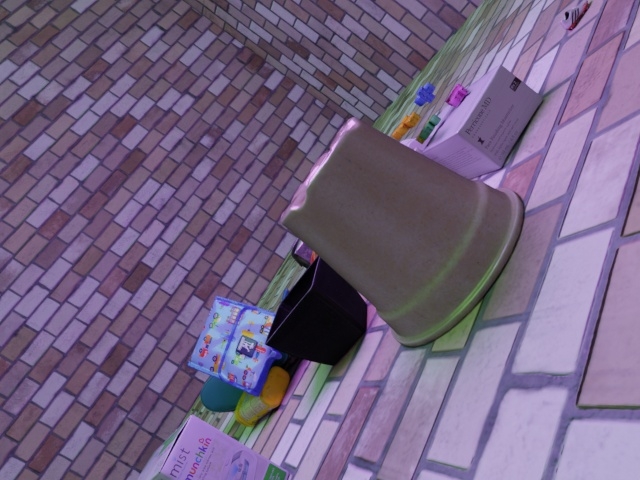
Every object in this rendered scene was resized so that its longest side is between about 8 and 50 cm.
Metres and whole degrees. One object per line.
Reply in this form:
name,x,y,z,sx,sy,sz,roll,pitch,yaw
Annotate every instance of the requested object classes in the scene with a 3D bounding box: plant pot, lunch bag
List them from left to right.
lunch bag,-0.211,0.302,1.372,0.293,0.138,0.220,5,69,45
lunch bag,0.000,0.000,1.918,0.235,0.169,0.287,-60,1,-10
plant pot,0.005,0.175,1.119,0.187,0.167,0.188,-53,7,21
plant pot,0.113,-0.039,0.847,0.333,0.306,0.334,-54,7,10

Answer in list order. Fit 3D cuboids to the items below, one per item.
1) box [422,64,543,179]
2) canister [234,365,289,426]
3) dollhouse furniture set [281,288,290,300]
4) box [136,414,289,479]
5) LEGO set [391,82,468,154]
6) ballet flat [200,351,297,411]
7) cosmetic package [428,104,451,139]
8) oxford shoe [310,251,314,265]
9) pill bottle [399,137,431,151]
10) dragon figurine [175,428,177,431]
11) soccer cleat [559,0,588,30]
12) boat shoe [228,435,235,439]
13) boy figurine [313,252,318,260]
box,0.337,-0.241,1.031,0.180,0.119,0.182,-57,8,-8
canister,-0.165,0.443,1.371,0.170,0.073,0.126,-47,12,41
dollhouse furniture set,-0.140,0.243,1.676,0.129,0.130,0.183,146,139,-70
box,-0.234,0.498,0.966,0.262,0.231,0.126,-49,10,42
LEGO set,0.224,-0.262,1.040,0.227,0.087,0.093,-57,6,6
ballet flat,-0.198,0.404,1.559,0.483,0.164,0.182,-44,-9,31
cosmetic package,0.366,-0.305,1.270,0.117,0.086,0.231,-55,6,1
oxford shoe,0.023,0.089,1.501,0.098,0.097,0.271,22,-89,-64
pill bottle,0.257,-0.226,1.411,0.131,0.131,0.229,-56,8,-8
dragon figurine,-0.318,0.587,1.224,0.144,0.289,0.085,-23,40,16
soccer cleat,0.566,-0.509,1.077,0.083,0.036,0.029,-56,7,-3
boat shoe,-0.300,0.644,1.404,0.049,0.056,0.152,-33,23,58
boy figurine,-0.002,0.143,1.363,0.177,0.092,0.285,166,121,-71
